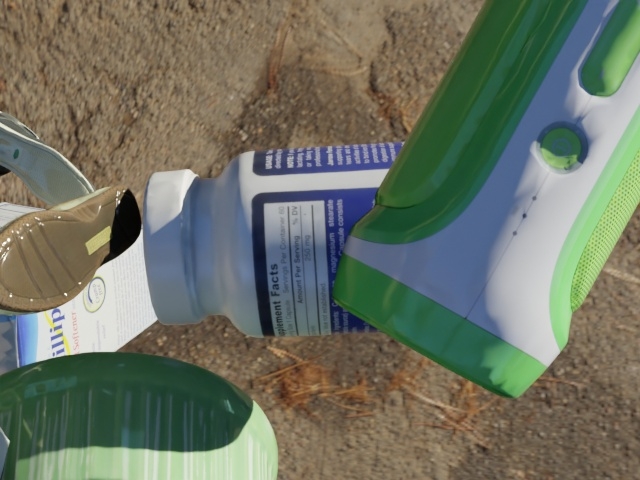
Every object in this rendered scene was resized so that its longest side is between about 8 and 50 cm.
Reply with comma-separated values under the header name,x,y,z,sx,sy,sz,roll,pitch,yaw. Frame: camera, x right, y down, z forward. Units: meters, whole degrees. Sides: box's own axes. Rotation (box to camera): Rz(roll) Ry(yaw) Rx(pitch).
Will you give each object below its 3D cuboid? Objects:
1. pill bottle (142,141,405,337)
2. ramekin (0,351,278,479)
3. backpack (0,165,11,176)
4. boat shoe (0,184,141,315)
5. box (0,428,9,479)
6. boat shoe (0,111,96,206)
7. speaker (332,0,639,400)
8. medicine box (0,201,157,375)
name,x,y,z,sx,sy,sz,roll,pitch,yaw
pill bottle,0.000,0.000,0.745,0.265,0.153,0.153,-2,80,1
ramekin,-0.179,0.250,0.782,0.304,0.303,0.148,10,37,-18
backpack,-0.792,-0.150,1.659,0.355,0.290,0.273,-41,138,-23
boat shoe,-0.202,0.009,0.668,0.072,0.190,0.068,-7,101,19
box,-0.360,0.118,0.545,0.262,0.126,0.231,-16,123,3
boat shoe,-0.445,-0.128,1.461,0.233,0.079,0.084,35,108,-1
speaker,0.124,-0.073,0.477,0.131,0.131,0.296,30,89,-12
medicine box,-0.402,0.073,1.221,0.289,0.264,0.149,-40,135,-58
